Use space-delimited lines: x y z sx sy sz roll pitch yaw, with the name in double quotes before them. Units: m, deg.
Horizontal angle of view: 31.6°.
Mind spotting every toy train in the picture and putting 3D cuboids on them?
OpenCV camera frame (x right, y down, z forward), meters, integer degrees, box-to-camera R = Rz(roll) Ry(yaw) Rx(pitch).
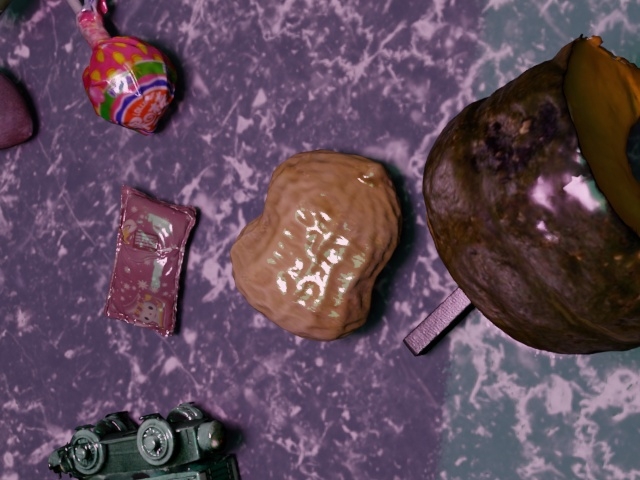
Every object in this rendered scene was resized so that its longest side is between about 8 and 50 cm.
"toy train" -0.227 0.299 1.466 0.269 0.115 0.154 -14 92 24

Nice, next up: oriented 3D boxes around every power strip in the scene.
"power strip" 0.145 0.092 1.329 0.111 0.038 0.029 -46 70 17

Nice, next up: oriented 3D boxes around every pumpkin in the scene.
"pumpkin" 0.264 -0.030 1.153 0.225 0.256 0.303 -41 70 44

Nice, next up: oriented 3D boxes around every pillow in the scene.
"pillow" -0.227 0.027 1.505 0.118 0.043 0.185 14 99 19

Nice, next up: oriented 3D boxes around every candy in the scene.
"candy" -0.312 -0.292 1.529 0.124 0.124 0.365 -45 61 18

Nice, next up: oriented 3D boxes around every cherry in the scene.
"cherry" -0.487 -0.158 1.602 0.148 0.115 0.188 19 109 -15

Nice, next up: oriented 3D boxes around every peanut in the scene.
"peanut" 0.000 0.000 1.360 0.196 0.110 0.233 32 104 22

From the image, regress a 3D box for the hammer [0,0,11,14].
"hammer" -0.358 -0.405 1.502 0.335 0.119 0.206 -46 75 7
